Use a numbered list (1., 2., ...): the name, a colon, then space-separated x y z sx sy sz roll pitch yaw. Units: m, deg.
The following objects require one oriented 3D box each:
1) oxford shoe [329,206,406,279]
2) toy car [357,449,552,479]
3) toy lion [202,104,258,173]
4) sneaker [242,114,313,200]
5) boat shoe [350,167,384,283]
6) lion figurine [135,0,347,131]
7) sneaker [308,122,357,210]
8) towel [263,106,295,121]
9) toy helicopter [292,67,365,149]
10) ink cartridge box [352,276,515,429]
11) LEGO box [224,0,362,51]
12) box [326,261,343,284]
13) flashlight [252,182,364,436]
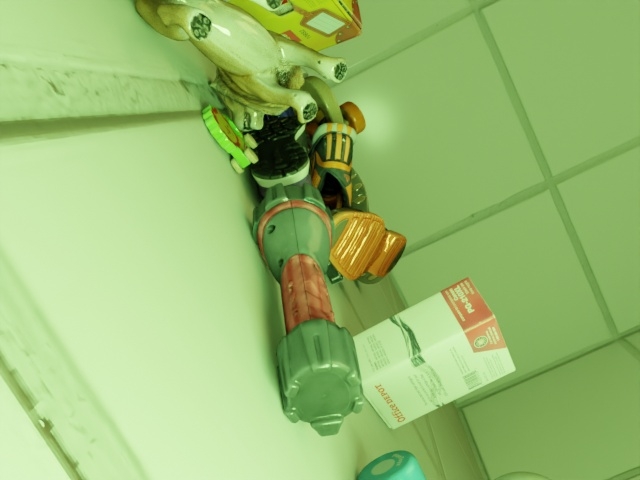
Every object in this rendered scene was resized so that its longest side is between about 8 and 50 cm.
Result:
1. oxford shoe: 0.054 -0.005 1.177 0.133 0.130 0.364 33 3 23
2. toy car: 0.185 0.313 0.601 0.219 0.238 0.210 64 7 0
3. toy lion: -0.127 -0.146 0.825 0.096 0.034 0.100 52 12 -26
4. sneaker: -0.063 -0.107 0.961 0.283 0.107 0.124 -96 174 -59
5. boat shoe: 0.082 -0.043 1.646 0.130 0.132 0.355 76 -2 -78
6. lion figurine: -0.124 -0.264 0.782 0.240 0.142 0.392 29 -6 32
7. sneaker: 0.004 -0.122 1.380 0.321 0.125 0.180 103 -7 -72
8. towel: -0.102 -0.269 1.285 0.308 0.076 0.227 -95 165 -72
9. toy helicopter: -0.046 -0.343 1.545 0.235 0.140 0.355 59 -15 -15
10. ink cartridge box: 0.182 0.193 1.004 0.172 0.237 0.100 57 7 -41
11. LEGO box: -0.126 -0.602 1.062 0.500 0.193 0.372 17 61 -64
12. box: 0.000 0.000 1.206 0.162 0.029 0.116 61 9 -10
13. flashlight: -0.017 0.049 0.649 0.103 0.103 0.304 30 24 -25
